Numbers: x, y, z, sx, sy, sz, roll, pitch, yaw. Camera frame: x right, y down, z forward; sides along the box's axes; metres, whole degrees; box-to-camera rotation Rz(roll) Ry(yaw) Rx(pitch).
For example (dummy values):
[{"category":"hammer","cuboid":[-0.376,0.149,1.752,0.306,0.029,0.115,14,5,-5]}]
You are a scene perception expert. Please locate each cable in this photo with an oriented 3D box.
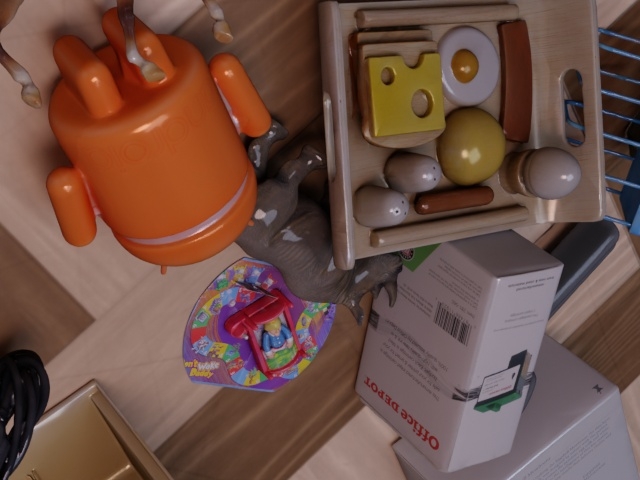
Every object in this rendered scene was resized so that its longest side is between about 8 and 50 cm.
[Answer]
[{"category":"cable","cuboid":[-0.264,0.171,0.987,0.047,0.150,0.184,25,57,-14]}]

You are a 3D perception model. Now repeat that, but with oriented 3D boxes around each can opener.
[{"category":"can opener","cuboid":[0.230,0.093,1.349,0.280,0.093,0.074,-51,169,-5]}]

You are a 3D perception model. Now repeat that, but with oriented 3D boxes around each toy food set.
[{"category":"toy food set","cuboid":[0.130,-0.104,1.092,0.306,0.092,0.219,-10,99,-36]}]

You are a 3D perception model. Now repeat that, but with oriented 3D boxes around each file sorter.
[{"category":"file sorter","cuboid":[0.291,-0.114,1.236,0.105,0.118,0.170,17,111,3]}]

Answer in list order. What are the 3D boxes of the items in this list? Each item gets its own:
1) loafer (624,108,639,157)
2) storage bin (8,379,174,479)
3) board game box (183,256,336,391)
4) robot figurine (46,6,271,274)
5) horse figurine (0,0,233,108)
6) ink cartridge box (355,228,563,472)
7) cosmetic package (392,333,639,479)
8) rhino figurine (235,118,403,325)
[{"category":"loafer","cuboid":[0.396,-0.189,1.301,0.087,0.094,0.251,29,106,-25]},{"category":"storage bin","cuboid":[-0.216,0.297,1.023,0.262,0.260,0.123,-35,136,-16]},{"category":"board game box","cuboid":[-0.048,0.090,1.176,0.169,0.033,0.133,14,107,-41]},{"category":"robot figurine","cuboid":[-0.127,-0.068,0.957,0.158,0.128,0.219,-65,145,-38]},{"category":"horse figurine","cuboid":[-0.181,-0.178,0.851,0.263,0.174,0.066,-17,160,-13]},{"category":"ink cartridge box","cuboid":[0.129,0.089,1.221,0.093,0.160,0.219,-9,122,-34]},{"category":"cosmetic package","cuboid":[0.230,0.266,1.420,0.224,0.138,0.224,-35,133,-14]},{"category":"rhino figurine","cuboid":[0.000,0.000,1.128,0.106,0.073,0.243,-53,132,-6]}]
